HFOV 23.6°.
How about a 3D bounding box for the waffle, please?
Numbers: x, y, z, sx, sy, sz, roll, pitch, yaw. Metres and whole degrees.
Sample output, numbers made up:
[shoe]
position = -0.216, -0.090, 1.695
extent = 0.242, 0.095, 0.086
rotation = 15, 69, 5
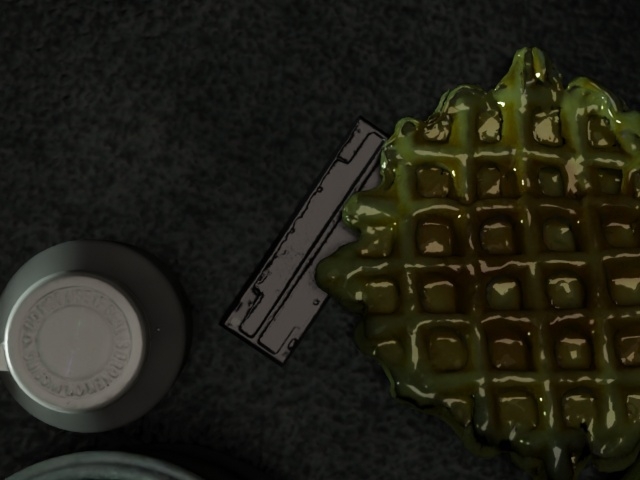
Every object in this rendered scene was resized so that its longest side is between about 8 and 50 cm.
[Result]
[waffle]
position = 0.169, 0.023, 1.152
extent = 0.317, 0.073, 0.297
rotation = 40, 82, 13

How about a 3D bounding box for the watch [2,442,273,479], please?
[watch]
position = -0.148, 0.315, 1.074
extent = 0.335, 0.314, 0.327
rotation = -25, 78, 9

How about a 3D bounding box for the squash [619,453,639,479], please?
[squash]
position = 0.275, 0.195, 1.166
extent = 0.095, 0.095, 0.188
rotation = 35, 92, -2

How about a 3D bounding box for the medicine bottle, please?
[medicine bottle]
position = -0.161, 0.066, 1.082
extent = 0.135, 0.215, 0.135
rotation = 0, 90, -2

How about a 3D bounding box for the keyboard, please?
[keyboard]
position = 0.000, 0.000, 1.192
extent = 0.064, 0.010, 0.198
rotation = 34, 88, -4
